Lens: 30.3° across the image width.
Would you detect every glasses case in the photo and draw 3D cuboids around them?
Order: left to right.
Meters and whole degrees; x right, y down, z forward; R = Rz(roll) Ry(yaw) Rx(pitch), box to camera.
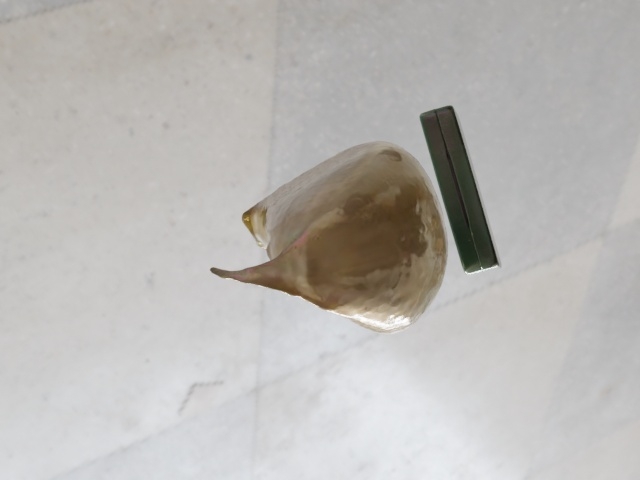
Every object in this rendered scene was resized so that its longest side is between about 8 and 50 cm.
[{"bbox_3d":[0.154,-0.053,1.298,0.039,0.184,0.078,-17,173,10],"label":"glasses case"}]

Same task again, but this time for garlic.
[{"bbox_3d":[0.014,0.000,0.882,0.164,0.245,0.145,-1,97,2],"label":"garlic"}]
